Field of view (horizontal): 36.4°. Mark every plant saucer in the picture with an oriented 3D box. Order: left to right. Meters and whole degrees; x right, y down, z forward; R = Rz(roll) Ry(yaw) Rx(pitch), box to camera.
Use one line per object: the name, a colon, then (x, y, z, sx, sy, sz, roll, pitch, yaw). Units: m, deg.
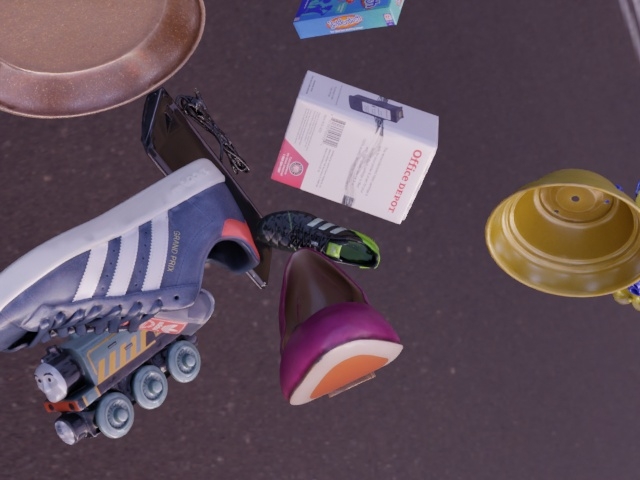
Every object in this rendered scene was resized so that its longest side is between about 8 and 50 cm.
plant saucer: (-0.192, -0.170, 0.779, 0.198, 0.198, 0.036, 3, 56, -49)

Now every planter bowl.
planter bowl: (0.330, -0.028, 1.272, 0.217, 0.217, 0.090, 49, 42, -31)

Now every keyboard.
keyboard: (-0.153, -0.090, 1.386, 0.317, 0.033, 0.201, 55, 28, -39)

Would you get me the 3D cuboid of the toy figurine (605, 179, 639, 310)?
toy figurine: (0.527, -0.023, 1.465, 0.217, 0.362, 0.191, -54, 139, -18)

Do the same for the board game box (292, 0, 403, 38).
board game box: (0.065, -0.483, 1.946, 0.047, 0.210, 0.160, 61, 36, -43)

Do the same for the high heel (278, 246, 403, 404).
high heel: (-0.010, 0.068, 1.009, 0.127, 0.377, 0.181, -24, 80, -6)

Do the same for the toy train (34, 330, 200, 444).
toy train: (-0.351, 0.209, 1.703, 0.334, 0.142, 0.190, -38, 110, -46)

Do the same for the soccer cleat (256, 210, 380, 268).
soccer cleat: (0.000, 0.000, 1.356, 0.179, 0.072, 0.060, 13, 101, -13)

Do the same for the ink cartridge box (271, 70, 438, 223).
ink cartridge box: (0.058, -0.153, 1.621, 0.237, 0.172, 0.100, 19, 38, -3)

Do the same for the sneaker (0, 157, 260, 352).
sneaker: (-0.196, 0.053, 0.955, 0.350, 0.131, 0.148, -35, 92, -35)
